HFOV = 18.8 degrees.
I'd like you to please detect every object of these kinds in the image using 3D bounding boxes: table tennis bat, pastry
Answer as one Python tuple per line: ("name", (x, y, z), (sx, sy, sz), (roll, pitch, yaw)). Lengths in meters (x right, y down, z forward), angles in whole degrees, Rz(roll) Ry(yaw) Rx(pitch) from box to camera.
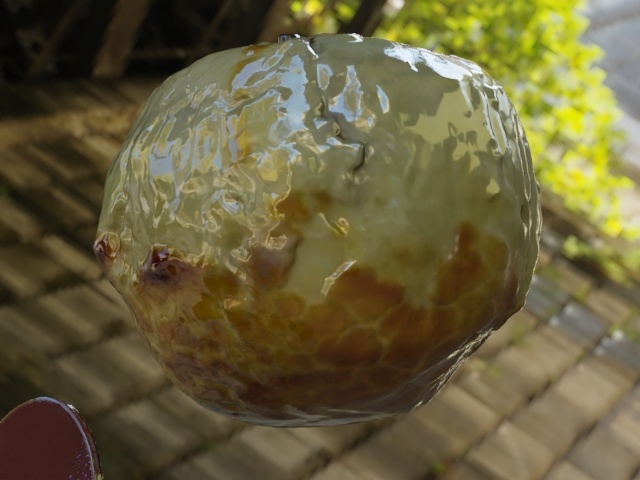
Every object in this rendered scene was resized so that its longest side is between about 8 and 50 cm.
("table tennis bat", (-0.207, 0.221, 1.442), (0.130, 0.220, 0.019), (-30, -32, 31))
("pastry", (0.000, 0.000, 1.632), (0.388, 0.388, 0.313), (37, -127, -77))
